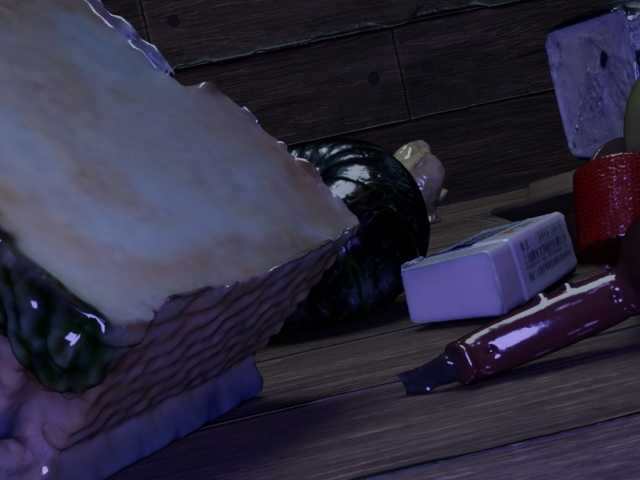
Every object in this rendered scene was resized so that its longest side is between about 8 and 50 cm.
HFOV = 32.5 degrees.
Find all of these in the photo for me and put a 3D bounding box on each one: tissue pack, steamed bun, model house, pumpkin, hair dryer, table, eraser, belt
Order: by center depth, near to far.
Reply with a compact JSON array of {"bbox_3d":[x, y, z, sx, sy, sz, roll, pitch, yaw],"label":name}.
[{"bbox_3d":[-0.286,0.024,0.992,0.395,0.445,0.400,-27,-24,-56],"label":"model house"},{"bbox_3d":[0.228,0.068,1.017,0.341,0.123,0.312,-23,-7,0],"label":"hair dryer"},{"bbox_3d":[0.369,-0.035,1.237,0.201,0.124,0.128,14,-23,-39],"label":"belt"},{"bbox_3d":[0.218,0.035,1.376,0.130,0.086,0.287,-11,4,32],"label":"eraser"},{"bbox_3d":[0.000,0.000,1.499,0.315,0.238,0.315,-15,26,8],"label":"pumpkin"},{"bbox_3d":[0.368,-0.042,1.580,0.167,0.167,0.227,-15,-2,-32],"label":"table"},{"bbox_3d":[0.593,-0.277,1.692,0.417,0.253,0.264,-15,5,-16],"label":"tissue pack"},{"bbox_3d":[0.109,-0.031,1.810,0.292,0.137,0.295,-42,11,24],"label":"steamed bun"}]

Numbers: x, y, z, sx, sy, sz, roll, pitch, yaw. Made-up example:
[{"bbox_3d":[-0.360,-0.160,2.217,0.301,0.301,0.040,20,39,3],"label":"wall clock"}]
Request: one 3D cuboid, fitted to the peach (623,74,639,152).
[{"bbox_3d":[0.530,-0.129,1.361,0.292,0.247,0.292,14,-29,8],"label":"peach"}]
